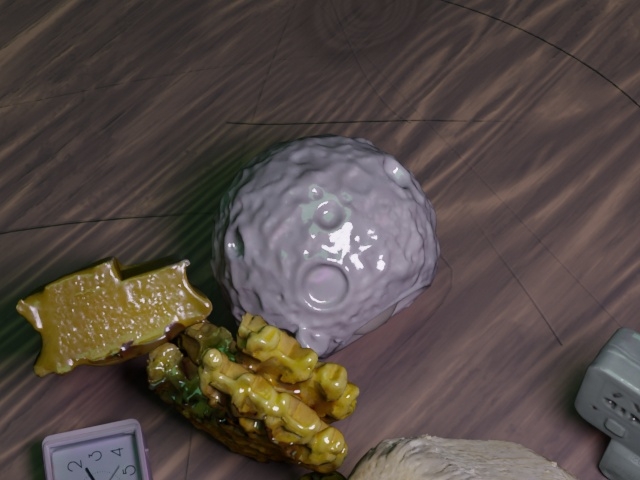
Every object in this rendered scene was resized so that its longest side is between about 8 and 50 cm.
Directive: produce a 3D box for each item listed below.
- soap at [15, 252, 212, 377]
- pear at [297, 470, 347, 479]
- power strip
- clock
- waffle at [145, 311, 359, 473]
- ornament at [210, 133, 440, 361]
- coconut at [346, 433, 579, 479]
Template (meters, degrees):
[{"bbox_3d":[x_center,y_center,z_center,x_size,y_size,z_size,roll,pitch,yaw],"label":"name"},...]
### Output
[{"bbox_3d":[-0.294,0.095,1.924,0.259,0.281,0.143,-17,92,-9],"label":"soap"},{"bbox_3d":[0.002,0.380,1.854,0.107,0.107,0.131,-7,99,-3],"label":"pear"},{"bbox_3d":[0.477,0.244,1.840,0.229,0.261,0.141,34,65,19],"label":"power strip"},{"bbox_3d":[-0.309,0.363,1.898,0.150,0.063,0.197,-11,60,-5],"label":"clock"},{"bbox_3d":[-0.093,0.209,1.848,0.261,0.324,0.151,41,73,-19],"label":"waffle"},{"bbox_3d":[0.000,0.000,1.945,0.337,0.337,0.337,0,60,1],"label":"ornament"},{"bbox_3d":[0.209,0.425,1.688,0.415,0.415,0.345,40,96,21],"label":"coconut"}]
